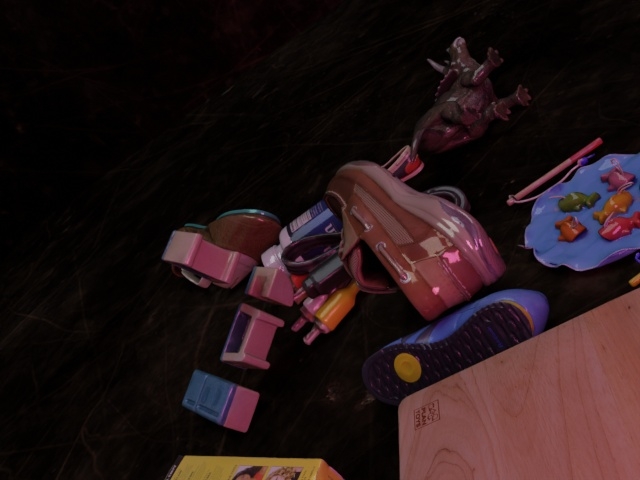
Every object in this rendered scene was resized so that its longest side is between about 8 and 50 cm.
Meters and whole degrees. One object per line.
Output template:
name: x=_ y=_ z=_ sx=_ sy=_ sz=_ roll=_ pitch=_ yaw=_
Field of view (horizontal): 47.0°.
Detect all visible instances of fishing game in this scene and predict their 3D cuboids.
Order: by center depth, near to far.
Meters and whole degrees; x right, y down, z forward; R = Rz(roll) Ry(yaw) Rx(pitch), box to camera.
fishing game: x=0.295 y=-0.042 z=0.778 sx=0.189 sy=0.041 sz=0.264 roll=-35 pitch=23 yaw=6

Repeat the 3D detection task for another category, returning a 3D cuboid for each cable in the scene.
cable: x=0.063 y=0.013 z=0.994 sx=0.287 sy=0.072 sz=0.139 roll=-33 pitch=47 yaw=-2

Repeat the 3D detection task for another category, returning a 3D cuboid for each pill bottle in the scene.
pill bottle: x=0.000 y=0.000 z=1.078 sx=0.169 sy=0.094 sz=0.094 roll=-36 pitch=24 yaw=11

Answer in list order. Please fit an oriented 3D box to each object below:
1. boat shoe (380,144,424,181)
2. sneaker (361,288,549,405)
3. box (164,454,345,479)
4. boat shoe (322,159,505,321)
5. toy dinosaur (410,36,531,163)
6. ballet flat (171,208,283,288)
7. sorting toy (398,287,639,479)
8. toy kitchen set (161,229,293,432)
boat shoe: x=0.098 y=-0.102 z=1.176 sx=0.137 sy=0.043 sz=0.049 roll=-31 pitch=27 yaw=25
sneaker: x=0.136 y=0.107 z=0.739 sx=0.209 sy=0.069 sz=0.082 roll=-33 pitch=-5 yaw=35
box: x=-0.062 y=0.258 z=0.726 sx=0.232 sy=0.087 sz=0.058 roll=-15 pitch=36 yaw=44
boat shoe: x=0.069 y=-0.004 z=0.837 sx=0.116 sy=0.123 sz=0.324 roll=-44 pitch=25 yaw=-5
toy dinosaur: x=0.208 y=-0.188 z=1.115 sx=0.160 sy=0.121 sz=0.313 roll=-28 pitch=28 yaw=55
ballet flat: x=-0.182 y=0.025 z=1.315 sx=0.342 sy=0.116 sz=0.124 roll=-5 pitch=62 yaw=54
sorting toy: x=0.185 y=0.175 z=0.492 sx=0.255 sy=0.089 sz=0.257 roll=-31 pitch=25 yaw=21
toy kitchen set: x=-0.153 y=0.113 z=0.942 sx=0.122 sy=0.166 sz=0.207 roll=0 pitch=67 yaw=57
